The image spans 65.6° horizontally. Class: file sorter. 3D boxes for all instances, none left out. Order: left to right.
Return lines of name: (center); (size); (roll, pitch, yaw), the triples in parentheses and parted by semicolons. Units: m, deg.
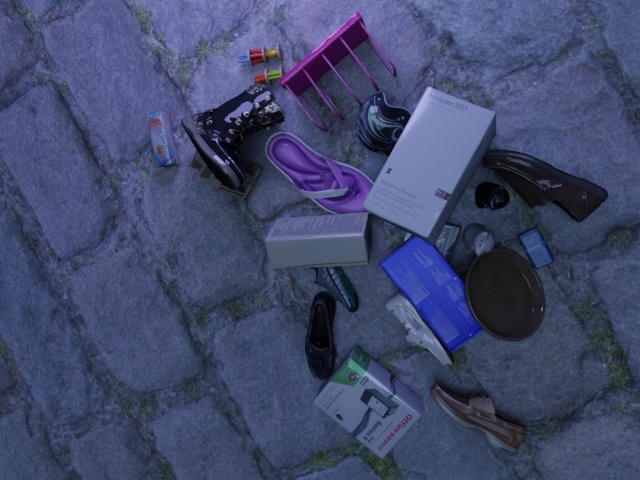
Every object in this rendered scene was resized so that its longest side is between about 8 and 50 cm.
file sorter: (0.062, -0.481, 1.481); (0.291, 0.202, 0.182); (-37, 90, 14)

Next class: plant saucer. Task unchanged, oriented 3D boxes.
plant saucer: (0.540, 0.160, 1.469); (0.278, 0.041, 0.277); (5, 73, -17)

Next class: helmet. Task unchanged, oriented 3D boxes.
helmet: (0.184, -0.350, 1.493); (0.162, 0.169, 0.169); (24, 101, -1)

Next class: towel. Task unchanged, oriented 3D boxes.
towel: (0.652, 0.023, 1.502); (0.067, 0.029, 0.119); (-28, 90, 14)

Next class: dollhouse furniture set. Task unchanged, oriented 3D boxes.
dollhouse furniture set: (-0.316, -0.245, 1.650); (0.184, 0.129, 0.129); (41, 104, 35)

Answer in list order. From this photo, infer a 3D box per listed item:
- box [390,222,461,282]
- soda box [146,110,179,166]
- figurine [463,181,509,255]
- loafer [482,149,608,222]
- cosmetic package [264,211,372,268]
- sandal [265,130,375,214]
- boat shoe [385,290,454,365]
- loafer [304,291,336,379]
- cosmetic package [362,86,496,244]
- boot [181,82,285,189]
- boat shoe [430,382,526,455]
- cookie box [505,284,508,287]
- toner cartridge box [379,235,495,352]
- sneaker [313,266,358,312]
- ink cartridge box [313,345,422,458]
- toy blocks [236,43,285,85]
box: (0.331, 0.044, 1.565); (0.159, 0.044, 0.233); (17, 100, 8)
soda box: (-0.537, -0.345, 1.696); (0.058, 0.063, 0.183); (-10, 95, 14)
figurine: (0.481, -0.061, 1.436); (0.092, 0.209, 0.214); (16, 100, 10)
loafer: (0.629, -0.156, 1.431); (0.366, 0.134, 0.130); (25, 101, 8)
cosmetic package: (0.000, 0.000, 1.561); (0.309, 0.160, 0.113); (-4, 118, 15)
sandal: (-0.007, -0.198, 1.579); (0.416, 0.102, 0.169); (30, 104, 5)
boat shoe: (0.312, 0.291, 1.578); (0.096, 0.098, 0.277); (-40, 79, 14)
loafer: (-0.006, 0.325, 1.646); (0.109, 0.095, 0.302); (4, 98, 12)
cosmetic package: (0.313, -0.206, 1.406); (0.217, 0.156, 0.385); (27, 92, 22)
boot: (-0.238, -0.328, 1.498); (0.284, 0.138, 0.377); (-32, 44, -9)
boat shoe: (0.496, 0.536, 1.561); (0.324, 0.123, 0.116); (33, 95, 0)
cookie box: (0.510, 0.149, 1.542); (0.107, 0.040, 0.092); (31, 103, 8)
toner cartridge box: (0.351, 0.152, 1.513); (0.165, 0.075, 0.348); (-39, 89, 13)
sneaker: (0.040, 0.147, 1.632); (0.098, 0.083, 0.223); (-33, 78, 24)
ink cartridge box: (0.158, 0.524, 1.621); (0.289, 0.121, 0.211); (38, 103, 5)
toy blocks: (-0.194, -0.559, 1.601); (0.148, 0.054, 0.123); (-6, 95, 13)
